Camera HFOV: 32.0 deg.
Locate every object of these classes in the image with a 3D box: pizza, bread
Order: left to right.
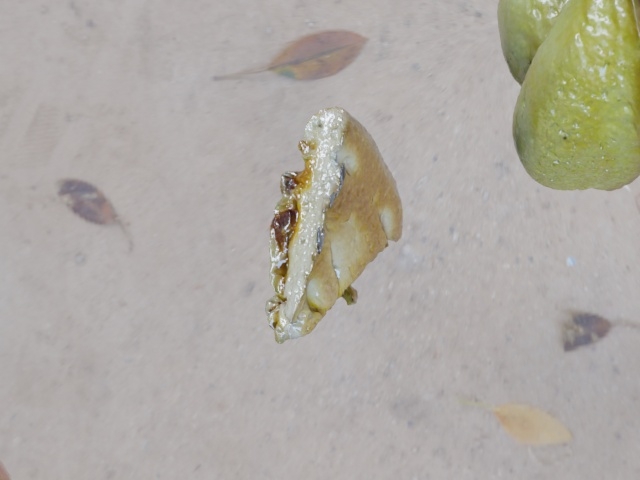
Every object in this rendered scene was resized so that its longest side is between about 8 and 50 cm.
[{"bbox_3d":[-0.002,-0.001,0.932,0.069,0.154,0.194,15,65,31],"label":"pizza"},{"bbox_3d":[0.128,-0.101,0.607,0.065,0.188,0.150,-14,79,1],"label":"bread"}]

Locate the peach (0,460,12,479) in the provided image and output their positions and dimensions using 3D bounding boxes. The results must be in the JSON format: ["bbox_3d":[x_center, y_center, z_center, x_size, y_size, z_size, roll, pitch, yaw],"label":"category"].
[{"bbox_3d":[-0.471,0.300,1.124,0.370,0.370,0.370,2,101,9],"label":"peach"}]
